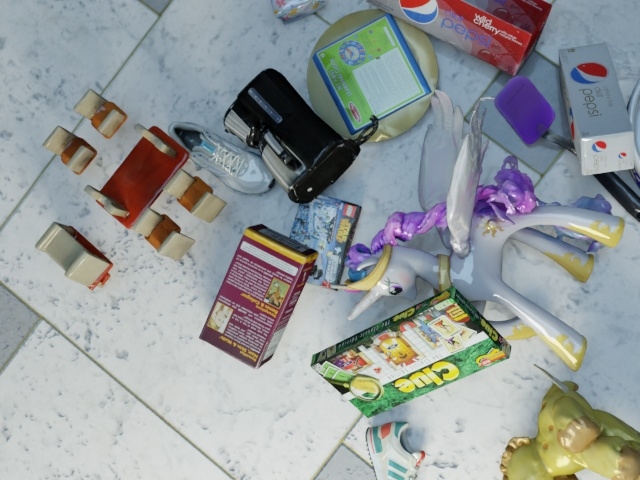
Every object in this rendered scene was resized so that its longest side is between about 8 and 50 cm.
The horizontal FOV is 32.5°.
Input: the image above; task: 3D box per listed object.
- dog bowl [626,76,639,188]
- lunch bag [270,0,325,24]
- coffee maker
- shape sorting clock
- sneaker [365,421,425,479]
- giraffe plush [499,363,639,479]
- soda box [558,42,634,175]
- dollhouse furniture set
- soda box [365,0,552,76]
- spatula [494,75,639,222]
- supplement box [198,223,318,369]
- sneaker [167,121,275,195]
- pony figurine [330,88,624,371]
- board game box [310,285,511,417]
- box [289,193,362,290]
[{"bbox_3d":[0.567,-0.157,1.564,0.264,0.104,0.265,-1,84,10],"label":"dog bowl"},{"bbox_3d":[-0.036,-0.388,1.722,0.083,0.053,0.071,-23,78,17],"label":"lunch bag"},{"bbox_3d":[-0.032,-0.171,1.663,0.171,0.120,0.178,-35,69,-16],"label":"coffee maker"},{"bbox_3d":[0.079,-0.254,1.692,0.206,0.040,0.206,-1,85,10],"label":"shape sorting clock"},{"bbox_3d":[0.122,0.342,1.609,0.075,0.057,0.161,-20,78,13],"label":"sneaker"},{"bbox_3d":[0.330,0.302,1.521,0.210,0.181,0.170,40,104,29],"label":"giraffe plush"},{"bbox_3d":[0.389,-0.190,1.557,0.073,0.069,0.216,-7,43,8],"label":"soda box"},{"bbox_3d":[-0.308,-0.056,1.687,0.262,0.135,0.259,40,92,16],"label":"dollhouse furniture set"},{"bbox_3d":[0.204,-0.355,1.643,0.263,0.092,0.083,29,54,11],"label":"soda box"},{"bbox_3d":[0.379,-0.128,1.621,0.296,0.084,0.030,42,50,6],"label":"spatula"},{"bbox_3d":[-0.092,0.083,1.646,0.104,0.081,0.188,26,101,11],"label":"supplement box"},{"bbox_3d":[-0.159,-0.129,1.700,0.190,0.083,0.071,27,87,10],"label":"sneaker"},{"bbox_3d":[0.226,-0.017,1.548,0.363,0.303,0.351,16,95,-4],"label":"pony figurine"},{"bbox_3d":[0.124,0.163,1.552,0.259,0.030,0.136,-30,120,33],"label":"board game box"},{"bbox_3d":[0.000,0.000,1.684,0.093,0.027,0.137,16,87,13],"label":"box"}]
